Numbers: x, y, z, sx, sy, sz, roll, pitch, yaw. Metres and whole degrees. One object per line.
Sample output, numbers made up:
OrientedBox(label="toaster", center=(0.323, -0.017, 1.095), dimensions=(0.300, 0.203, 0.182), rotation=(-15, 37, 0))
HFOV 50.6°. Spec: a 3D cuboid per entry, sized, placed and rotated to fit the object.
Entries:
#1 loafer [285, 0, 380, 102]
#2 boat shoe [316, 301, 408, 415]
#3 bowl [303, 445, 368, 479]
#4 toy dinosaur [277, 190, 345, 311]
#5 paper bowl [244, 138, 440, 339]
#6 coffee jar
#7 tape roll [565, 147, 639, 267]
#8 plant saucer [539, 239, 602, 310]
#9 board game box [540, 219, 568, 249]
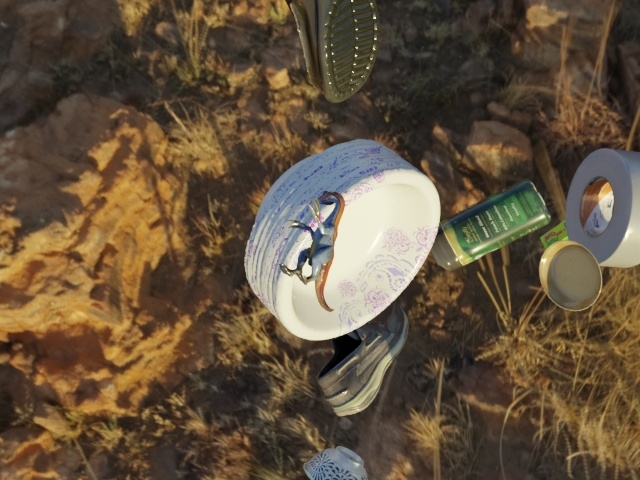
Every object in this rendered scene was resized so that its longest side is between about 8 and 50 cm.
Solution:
OrientedBox(label="loafer", center=(0.002, -0.246, 0.664), dimensions=(0.080, 0.220, 0.078), rotation=(-30, 37, -32))
OrientedBox(label="boat shoe", center=(0.099, 0.239, 1.561), dimensions=(0.132, 0.130, 0.355), rotation=(-30, 17, 36))
OrientedBox(label="bowl", center=(0.052, 0.542, 1.604), dimensions=(0.170, 0.170, 0.080), rotation=(30, 92, 24))
OrientedBox(label="toy dinosaur", center=(0.000, 0.000, 0.585), dimensions=(0.082, 0.090, 0.047), rotation=(-47, 29, -19))
OrientedBox(label="paper bowl", center=(0.020, -0.010, 0.963), dimensions=(0.284, 0.284, 0.148), rotation=(-41, 55, -8))
OrientedBox(label="coffee jar", center=(0.255, -0.021, 1.046), dimensions=(0.184, 0.096, 0.079), rotation=(-29, 84, 14))
OrientedBox(label="tape roll", center=(0.547, -0.060, 1.267), dimensions=(0.072, 0.219, 0.219), rotation=(5, 64, -10))
OrientedBox(label="plant saucer", center=(0.292, 0.040, 0.784), dimensions=(0.015, 0.083, 0.083), rotation=(-10, 55, -34))
OrientedBox(label="board game box", center=(0.630, 0.007, 1.652), dimensions=(0.092, 0.181, 0.043), rotation=(-42, 45, 33))
